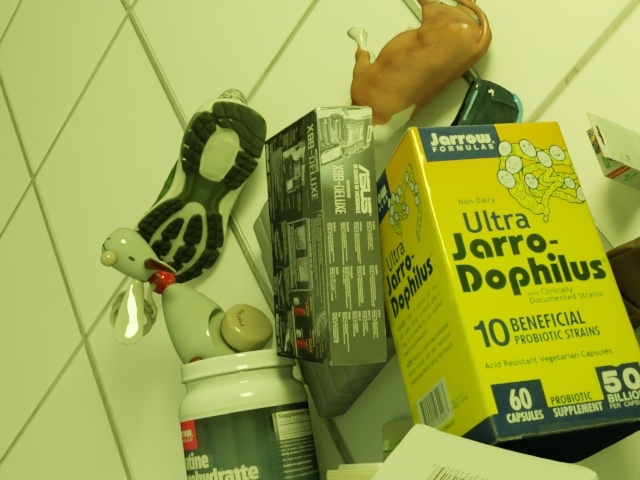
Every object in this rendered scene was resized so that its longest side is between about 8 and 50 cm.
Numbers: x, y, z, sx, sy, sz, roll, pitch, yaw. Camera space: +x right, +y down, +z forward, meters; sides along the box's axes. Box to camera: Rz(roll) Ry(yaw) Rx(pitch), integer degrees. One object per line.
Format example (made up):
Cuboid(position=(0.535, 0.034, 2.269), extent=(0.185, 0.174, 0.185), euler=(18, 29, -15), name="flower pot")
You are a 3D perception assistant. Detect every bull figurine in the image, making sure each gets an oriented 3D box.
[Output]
Cuboid(position=(0.108, -0.242, 1.350), extent=(0.310, 0.101, 0.188), euler=(-33, 54, 30), name="bull figurine")

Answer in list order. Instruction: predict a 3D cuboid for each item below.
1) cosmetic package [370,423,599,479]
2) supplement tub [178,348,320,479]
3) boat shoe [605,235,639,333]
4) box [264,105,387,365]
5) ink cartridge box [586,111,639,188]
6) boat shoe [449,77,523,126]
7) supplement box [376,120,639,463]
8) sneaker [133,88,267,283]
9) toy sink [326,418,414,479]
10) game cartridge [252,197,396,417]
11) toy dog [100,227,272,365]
Cuboid(position=(0.195, 0.387, 0.930), extent=(0.217, 0.156, 0.385), euler=(6, 130, 47), name="cosmetic package")
Cuboid(position=(-0.102, 0.305, 1.381), extent=(0.191, 0.191, 0.272), euler=(-20, 75, 44), name="supplement tub")
Cuboid(position=(0.373, 0.030, 1.012), extent=(0.257, 0.095, 0.095), euler=(121, 140, -54), name="boat shoe")
Cuboid(position=(0.000, 0.000, 1.224), extent=(0.242, 0.077, 0.307), euler=(166, 101, -71), name="box")
Cuboid(position=(0.328, -0.100, 1.069), extent=(0.029, 0.115, 0.062), euler=(-35, 57, 38), name="ink cartridge box")
Cuboid(position=(0.156, -0.105, 1.267), extent=(0.258, 0.089, 0.109), euler=(-54, 14, 15), name="boat shoe")
Cuboid(position=(0.197, 0.067, 1.073), extent=(0.195, 0.194, 0.356), euler=(118, 143, -59), name="supplement box")
Cuboid(position=(-0.210, -0.095, 1.687), extent=(0.410, 0.158, 0.182), euler=(-56, 16, 27), name="sneaker")
Cuboid(position=(0.102, 0.342, 1.212), extent=(0.153, 0.131, 0.234), euler=(-15, 71, 45), name="toy sink")
Cuboid(position=(0.004, 0.053, 1.399), extent=(0.230, 0.068, 0.355), euler=(-62, 40, 48), name="game cartridge")
Cuboid(position=(-0.249, 0.126, 1.553), extent=(0.334, 0.161, 0.220), euler=(22, 113, 20), name="toy dog")
